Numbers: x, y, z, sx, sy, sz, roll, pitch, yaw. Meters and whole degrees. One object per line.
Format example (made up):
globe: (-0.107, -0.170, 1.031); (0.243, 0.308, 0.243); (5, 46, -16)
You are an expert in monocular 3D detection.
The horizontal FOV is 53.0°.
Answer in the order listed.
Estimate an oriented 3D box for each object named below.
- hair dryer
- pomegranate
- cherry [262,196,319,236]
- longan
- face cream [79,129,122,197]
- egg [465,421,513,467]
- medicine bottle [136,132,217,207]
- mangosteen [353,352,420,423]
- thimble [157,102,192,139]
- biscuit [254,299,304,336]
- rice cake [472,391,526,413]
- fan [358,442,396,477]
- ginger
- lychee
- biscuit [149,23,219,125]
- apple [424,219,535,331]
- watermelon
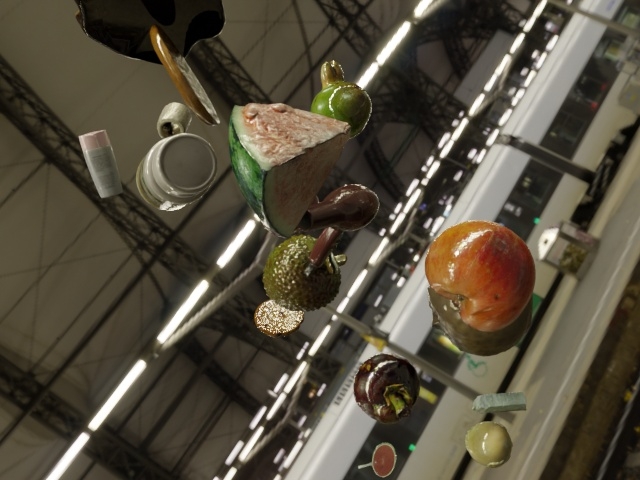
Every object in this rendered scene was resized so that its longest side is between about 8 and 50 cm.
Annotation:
hair dryer: (0.000, 0.000, 1.758); (0.312, 0.123, 0.341); (-21, -29, -48)
pomegranate: (0.079, -0.442, 2.028); (0.159, 0.189, 0.241); (168, 114, -69)
cherry: (-0.134, -0.138, 2.420); (0.230, 0.300, 0.203); (-35, 3, 34)
longan: (0.570, 0.223, 2.309); (0.391, 0.391, 0.391); (-54, -16, -23)
face cream: (-0.667, -0.232, 1.957); (0.084, 0.057, 0.199); (-18, -75, -19)
egg: (0.609, 0.738, 2.320); (0.164, 0.164, 0.201); (-57, -5, -12)
medicine bottle: (-0.444, -0.210, 1.979); (0.208, 0.208, 0.339); (-56, 17, -16)
mangosteen: (0.239, 0.501, 2.132); (0.231, 0.231, 0.289); (-59, 22, -5)
thimble: (-0.497, -0.399, 2.175); (0.115, 0.102, 0.090); (109, 172, -52)
biscuit: (-0.171, 0.317, 2.650); (0.212, 0.212, 0.036); (-48, -32, -41)
rice cake: (0.673, 0.606, 2.393); (0.069, 0.206, 0.063); (98, 167, -54)
fan: (0.144, 0.564, 1.632); (0.133, 0.005, 0.085); (-34, 44, 36)
ginger: (-0.408, -0.620, 1.510); (0.358, 0.211, 0.413); (-24, -18, 15)
lychee: (-0.058, 0.113, 2.151); (0.320, 0.270, 0.270); (-60, -13, 27)
biscuit: (-0.316, -0.375, 1.483); (0.037, 0.262, 0.262); (-31, -15, 2)
apple: (0.424, 0.068, 1.636); (0.251, 0.293, 0.163); (-49, -8, -31)
watermelon: (-0.090, -0.173, 1.490); (0.292, 0.283, 0.250); (-4, -35, -31)
